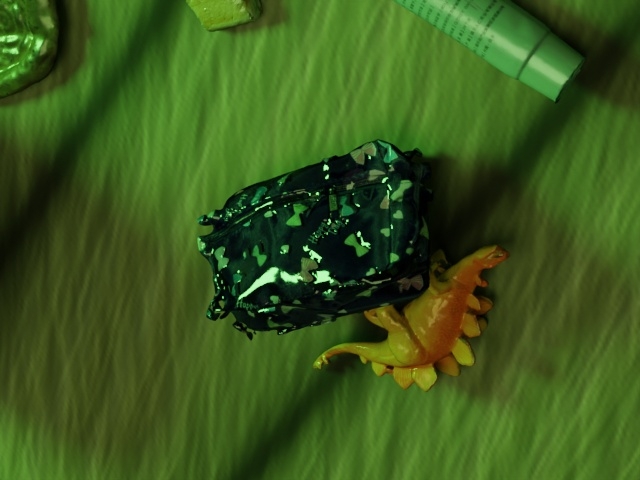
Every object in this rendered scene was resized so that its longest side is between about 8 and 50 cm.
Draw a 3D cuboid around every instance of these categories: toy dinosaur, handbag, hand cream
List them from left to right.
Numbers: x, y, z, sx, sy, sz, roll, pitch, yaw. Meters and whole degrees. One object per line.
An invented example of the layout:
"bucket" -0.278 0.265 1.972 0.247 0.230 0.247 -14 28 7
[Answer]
"handbag" 0.000 0.000 1.565 0.260 0.113 0.162 -19 64 31
"toy dinosaur" 0.104 0.095 1.610 0.117 0.070 0.288 47 127 -2
"hand cream" 0.095 -0.239 1.465 0.331 0.058 0.085 34 123 6

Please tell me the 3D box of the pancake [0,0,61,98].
"pancake" -0.385 -0.261 1.682 0.250 0.031 0.250 10 116 21

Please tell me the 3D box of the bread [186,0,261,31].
"bread" -0.099 -0.248 1.561 0.070 0.035 0.083 -13 113 28
